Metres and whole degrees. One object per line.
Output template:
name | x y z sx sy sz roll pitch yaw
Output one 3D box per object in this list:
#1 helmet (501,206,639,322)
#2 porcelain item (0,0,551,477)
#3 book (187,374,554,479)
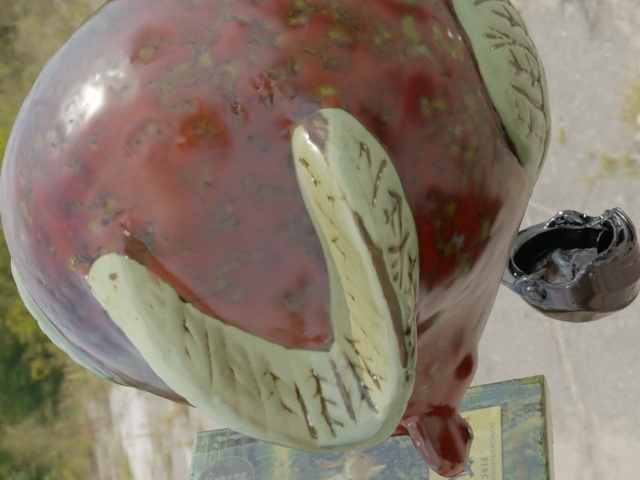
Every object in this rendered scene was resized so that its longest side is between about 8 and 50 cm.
helmet | 0.209 0.027 0.990 0.123 0.098 0.070 -10 122 41
porcelain item | 0.000 0.000 0.516 0.253 0.253 0.253 173 90 -75
book | 0.022 0.161 0.690 0.160 0.228 0.024 -83 -27 -44
